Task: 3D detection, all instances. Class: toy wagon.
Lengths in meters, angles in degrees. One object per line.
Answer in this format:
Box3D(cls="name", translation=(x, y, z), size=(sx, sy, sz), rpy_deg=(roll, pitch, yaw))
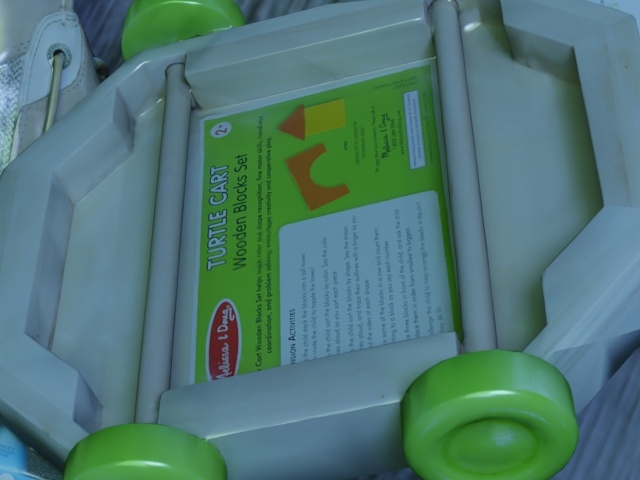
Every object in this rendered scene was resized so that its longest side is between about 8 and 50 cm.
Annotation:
Box3D(cls="toy wagon", translation=(-0.039, -0.003, 0.599), size=(0.344, 0.068, 0.267), rpy_deg=(-13, 44, 13))

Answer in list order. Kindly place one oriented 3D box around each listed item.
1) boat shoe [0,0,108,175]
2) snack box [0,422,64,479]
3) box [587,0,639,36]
Box3D(cls="boat shoe", translation=(-0.151, -0.058, 0.746), size=(0.098, 0.109, 0.302), rpy_deg=(20, 67, -24))
Box3D(cls="snack box", translation=(-0.193, 0.137, 0.660), size=(0.322, 0.060, 0.187), rpy_deg=(14, 118, 12))
Box3D(cls="box", translation=(0.265, -0.116, 0.679), size=(0.322, 0.058, 0.232), rpy_deg=(-5, 56, 8))
